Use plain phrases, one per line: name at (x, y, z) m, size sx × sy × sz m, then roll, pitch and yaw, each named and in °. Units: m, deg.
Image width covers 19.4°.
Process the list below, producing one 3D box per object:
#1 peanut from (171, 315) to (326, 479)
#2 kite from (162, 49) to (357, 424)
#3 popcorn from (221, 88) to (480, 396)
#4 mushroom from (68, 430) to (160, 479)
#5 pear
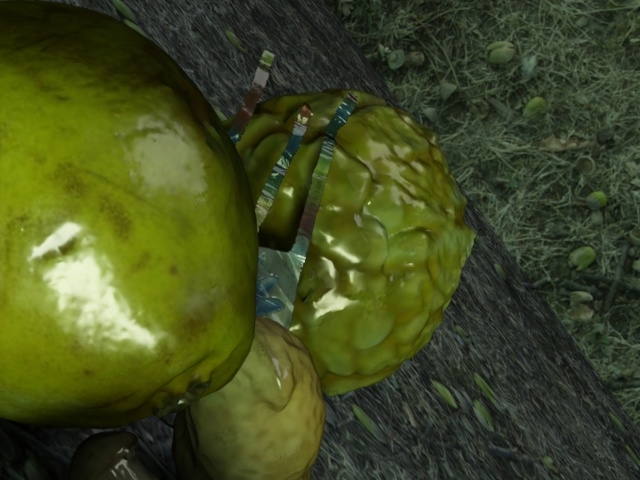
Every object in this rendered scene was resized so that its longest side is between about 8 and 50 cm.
peanut at (-0.052, 0.135, 1.308) m, size 0.117 × 0.101 × 0.263 m, roll 46°, pitch -21°, yaw 14°
kite at (-0.067, -0.001, 1.481) m, size 0.169 × 0.310 × 0.015 m, roll 24°, pitch -14°, yaw -33°
popcorn at (-0.002, 0.006, 1.667) m, size 0.282 × 0.282 × 0.247 m, roll 59°, pitch 12°, yaw 22°
mushroom at (-0.058, 0.225, 1.241) m, size 0.270 × 0.103 × 0.118 m, roll 40°, pitch 17°, yaw -28°
pear at (-0.174, -0.019, 1.167) m, size 0.321 × 0.269 × 0.269 m, roll 49°, pitch 10°, yaw 29°
